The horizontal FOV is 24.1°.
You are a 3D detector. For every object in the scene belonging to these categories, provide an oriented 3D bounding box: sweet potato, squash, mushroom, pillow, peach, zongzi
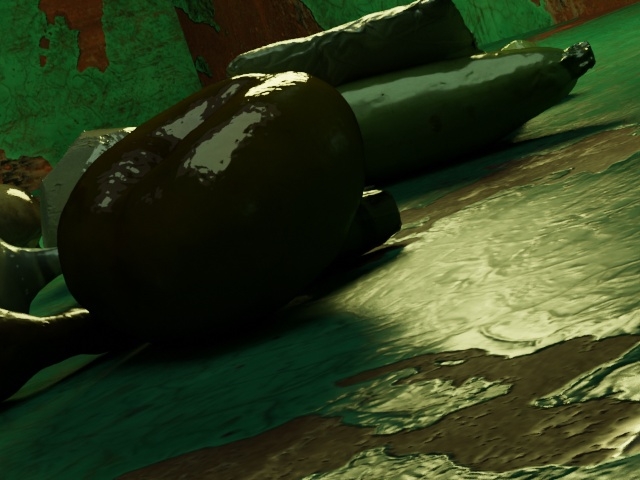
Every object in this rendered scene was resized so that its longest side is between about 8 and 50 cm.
[{"bbox_3d":[-0.237,0.083,1.102,0.269,0.074,0.075,-20,7,-34],"label":"sweet potato"},{"bbox_3d":[0.119,-0.137,1.627,0.371,0.118,0.118,-15,9,14],"label":"squash"},{"bbox_3d":[-0.387,0.012,1.753,0.166,0.127,0.166,-41,0,0],"label":"mushroom"},{"bbox_3d":[0.068,-0.179,1.740,0.274,0.076,0.281,-16,-28,20],"label":"pillow"},{"bbox_3d":[-0.076,-0.030,1.111,0.251,0.153,0.251,-30,29,19],"label":"peach"},{"bbox_3d":[0.000,0.000,1.226,0.104,0.052,0.113,-19,-5,-44],"label":"zongzi"}]

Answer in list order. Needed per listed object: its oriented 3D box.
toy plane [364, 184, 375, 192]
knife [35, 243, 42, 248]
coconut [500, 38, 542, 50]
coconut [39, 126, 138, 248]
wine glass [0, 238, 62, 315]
[{"bbox_3d":[-0.088,-0.055,1.598,0.286,0.108,0.092,-10,3,19],"label":"toy plane"},{"bbox_3d":[-0.474,0.040,2.107,0.230,0.028,0.060,-19,4,30],"label":"knife"},{"bbox_3d":[0.267,-0.210,1.908,0.082,0.083,0.081,-9,44,-19],"label":"coconut"},{"bbox_3d":[-0.203,-0.035,1.507,0.162,0.161,0.161,1,20,45],"label":"coconut"},{"bbox_3d":[-0.149,-0.015,1.327,0.321,0.143,0.143,-18,8,-3],"label":"wine glass"}]
